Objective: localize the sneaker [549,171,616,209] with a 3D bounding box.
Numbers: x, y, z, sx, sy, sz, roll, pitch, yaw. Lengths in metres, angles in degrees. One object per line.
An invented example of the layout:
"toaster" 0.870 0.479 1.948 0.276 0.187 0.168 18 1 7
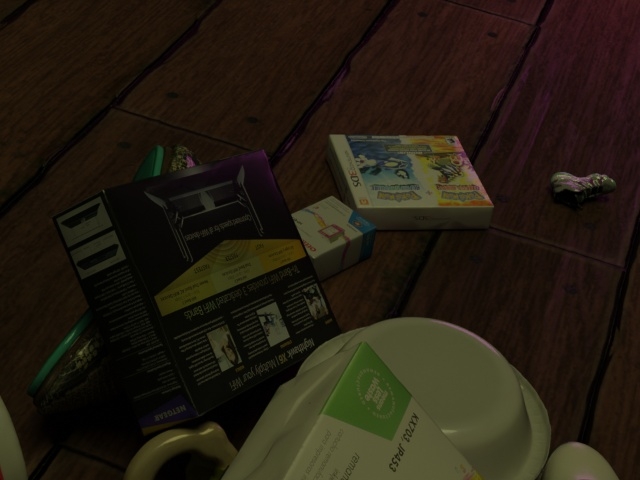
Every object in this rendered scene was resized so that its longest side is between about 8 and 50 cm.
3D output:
"sneaker" 0.391 -0.068 1.887 0.098 0.038 0.069 1 37 4

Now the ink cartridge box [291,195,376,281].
"ink cartridge box" 0.000 0.000 1.683 0.088 0.052 0.122 36 44 30

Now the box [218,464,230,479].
"box" -0.080 0.318 1.144 0.093 0.156 0.158 17 37 11

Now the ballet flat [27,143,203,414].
"ballet flat" -0.181 0.056 1.500 0.182 0.164 0.483 33 33 -13

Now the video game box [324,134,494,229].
"video game box" 0.124 -0.086 1.836 0.205 0.048 0.187 -1 40 -15

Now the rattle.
"rattle" -0.181 0.252 1.287 0.199 0.130 0.143 -34 38 -11

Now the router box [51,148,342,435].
"router box" -0.121 0.044 1.378 0.309 0.081 0.243 -21 88 -59

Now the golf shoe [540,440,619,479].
"golf shoe" 0.292 0.291 1.306 0.105 0.120 0.273 5 35 -5

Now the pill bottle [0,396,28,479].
"pill bottle" -0.441 0.238 1.147 0.318 0.176 0.176 -17 44 -32

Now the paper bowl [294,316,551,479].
"paper bowl" 0.106 0.194 1.368 0.284 0.148 0.284 7 37 -6

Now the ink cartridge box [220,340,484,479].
"ink cartridge box" 0.078 0.289 1.098 0.353 0.119 0.207 49 37 -12
